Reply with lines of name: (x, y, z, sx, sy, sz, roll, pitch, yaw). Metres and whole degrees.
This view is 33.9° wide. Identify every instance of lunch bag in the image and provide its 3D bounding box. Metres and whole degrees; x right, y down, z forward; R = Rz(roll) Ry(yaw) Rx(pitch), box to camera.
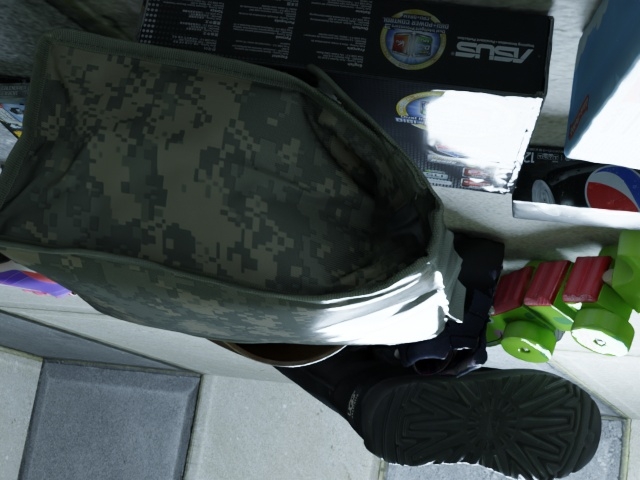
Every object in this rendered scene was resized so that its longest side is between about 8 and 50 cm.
lunch bag: (-0.040, -0.014, 0.716, 0.287, 0.168, 0.235, 12, 167, 11)

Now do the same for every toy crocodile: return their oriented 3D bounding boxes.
toy crocodile: (0.277, 0.065, 1.214, 0.105, 0.115, 0.340, 34, 156, -18)

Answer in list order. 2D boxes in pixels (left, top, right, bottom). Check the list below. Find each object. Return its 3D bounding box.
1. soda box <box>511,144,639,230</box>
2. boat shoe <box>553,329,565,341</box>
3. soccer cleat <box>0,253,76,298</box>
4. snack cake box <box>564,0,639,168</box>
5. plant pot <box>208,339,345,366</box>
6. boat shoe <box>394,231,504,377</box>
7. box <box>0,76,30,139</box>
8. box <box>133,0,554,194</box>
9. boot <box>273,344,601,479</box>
soda box: (0.251, -0.043, 0.903, 0.169, 0.053, 0.060, 5, 166, 12)
boat shoe: (0.244, 0.097, 1.429, 0.226, 0.083, 0.076, 14, -148, 42)
soccer cleat: (-0.402, 0.040, 1.497, 0.318, 0.108, 0.116, -9, 133, 49)
snack cake box: (0.235, -0.112, 0.554, 0.152, 0.089, 0.264, 10, 166, 2)
plant pot: (-0.087, 0.007, 1.020, 0.215, 0.215, 0.230, 17, 169, -31)
boat shoe: (0.113, 0.094, 1.334, 0.127, 0.158, 0.340, 13, 166, -15)
box: (-0.252, -0.114, 0.991, 0.094, 0.027, 0.137, 6, 166, 6)
box: (0.021, -0.107, 0.773, 0.270, 0.060, 0.216, 8, 167, 6)
boot: (0.133, 0.195, 1.520, 0.367, 0.146, 0.445, 12, -176, -25)
